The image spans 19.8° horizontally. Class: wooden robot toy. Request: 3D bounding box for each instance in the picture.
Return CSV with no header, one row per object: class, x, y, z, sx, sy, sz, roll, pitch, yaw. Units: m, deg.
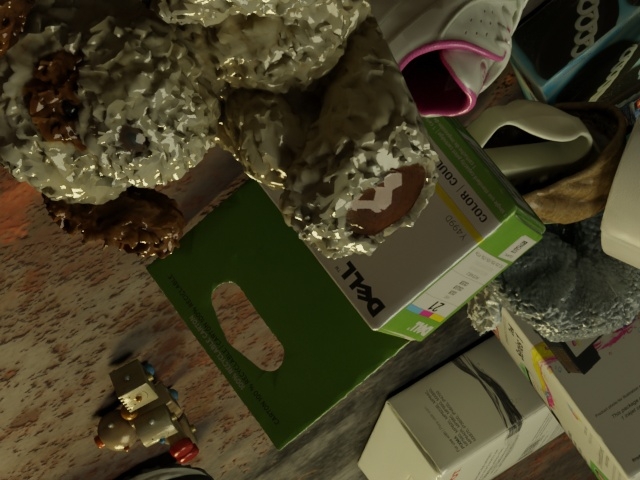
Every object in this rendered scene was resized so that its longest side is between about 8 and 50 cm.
wooden robot toy,-0.157,0.163,1.574,0.079,0.076,0.173,-27,160,0

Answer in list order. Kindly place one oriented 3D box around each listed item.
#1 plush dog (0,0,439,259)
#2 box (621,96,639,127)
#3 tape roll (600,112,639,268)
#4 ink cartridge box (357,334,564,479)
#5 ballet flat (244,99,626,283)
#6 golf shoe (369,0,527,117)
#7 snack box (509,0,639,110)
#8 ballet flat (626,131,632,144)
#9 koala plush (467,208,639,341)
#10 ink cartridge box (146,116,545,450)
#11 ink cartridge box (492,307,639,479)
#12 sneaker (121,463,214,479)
plush dog,-0.085,-0.106,1.002,0.225,0.211,0.262,-24,132,1
box,0.350,-0.169,1.775,0.137,0.027,0.094,-38,162,0
tape roll,0.359,-0.065,1.512,0.246,0.169,0.246,-51,158,-31
ink cartridge box,0.195,0.213,2.221,0.273,0.114,0.197,-30,160,-25
ballet flat,0.102,-0.052,1.425,0.342,0.116,0.124,-10,145,-26
golf shoe,0.086,-0.146,1.207,0.306,0.140,0.115,-28,157,-30
snack box,0.306,-0.218,1.542,0.322,0.060,0.187,-39,161,3
ballet flat,0.510,-0.158,1.850,0.483,0.182,0.164,-42,160,11
koala plush,0.209,0.012,1.730,0.196,0.203,0.221,-34,172,-10
ink cartridge box,0.000,0.000,1.300,0.255,0.189,0.097,-41,161,9
ink cartridge box,0.296,0.137,1.991,0.117,0.278,0.201,-33,160,-4
sneaker,-0.206,0.305,1.741,0.271,0.108,0.100,-28,156,-30
